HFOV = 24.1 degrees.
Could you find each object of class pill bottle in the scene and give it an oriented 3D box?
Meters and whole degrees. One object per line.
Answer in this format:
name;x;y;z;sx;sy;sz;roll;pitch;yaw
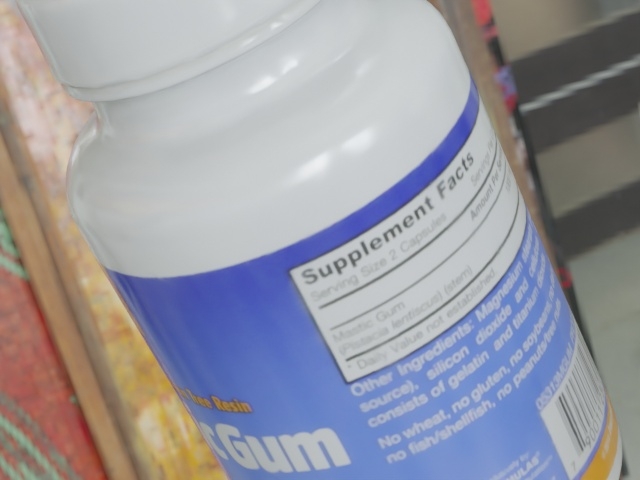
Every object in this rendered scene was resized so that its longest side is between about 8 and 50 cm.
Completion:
pill bottle;0.000;0.000;0.557;0.152;0.272;0.152;-22;27;12
